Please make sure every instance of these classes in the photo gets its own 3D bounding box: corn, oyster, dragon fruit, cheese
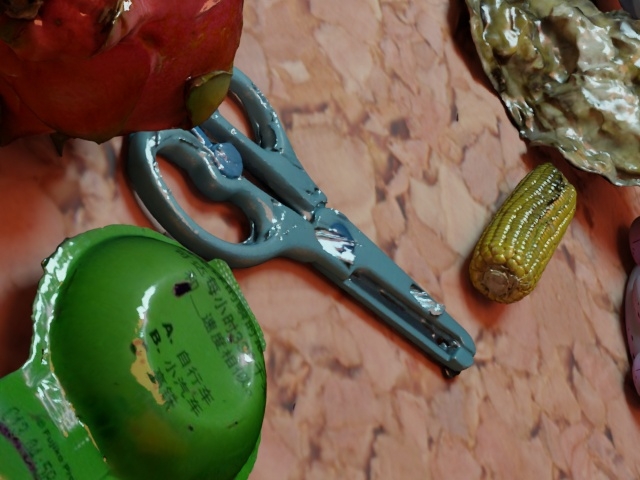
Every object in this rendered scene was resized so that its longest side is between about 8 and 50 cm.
[{"bbox_3d":[0.200,-0.010,1.273,0.072,0.072,0.203,55,38,-11],"label":"corn"},{"bbox_3d":[0.305,-0.175,1.416,0.351,0.114,0.238,39,47,13],"label":"oyster"},{"bbox_3d":[-0.149,-0.162,0.830,0.224,0.227,0.224,2,73,-6],"label":"dragon fruit"},{"bbox_3d":[-0.128,0.098,0.820,0.320,0.083,0.204,-36,100,-54],"label":"cheese"}]

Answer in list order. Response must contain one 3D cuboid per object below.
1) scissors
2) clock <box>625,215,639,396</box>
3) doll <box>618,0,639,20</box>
[{"bbox_3d":[0.000,0.000,1.065,0.393,0.032,0.180,40,45,-28],"label":"scissors"},{"bbox_3d":[0.419,0.104,1.447,0.227,0.090,0.248,39,46,-28],"label":"clock"},{"bbox_3d":[0.433,-0.305,1.631,0.318,0.209,0.339,-18,81,-21],"label":"doll"}]
